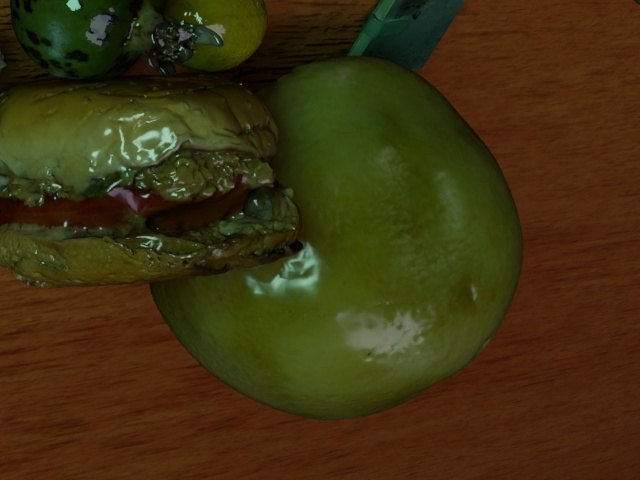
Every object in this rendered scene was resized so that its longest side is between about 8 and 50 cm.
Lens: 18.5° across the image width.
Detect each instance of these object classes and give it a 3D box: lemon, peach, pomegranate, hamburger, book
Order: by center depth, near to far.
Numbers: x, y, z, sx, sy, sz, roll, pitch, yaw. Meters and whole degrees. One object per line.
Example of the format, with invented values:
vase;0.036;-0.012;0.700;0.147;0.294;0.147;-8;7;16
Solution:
pomegranate;-0.147;-0.162;1.394;0.122;0.161;0.122;-56;165;-24
hamburger;-0.137;-0.049;1.486;0.244;0.163;0.244;-3;180;0
lemon;-0.085;-0.172;1.530;0.111;0.082;0.082;-11;148;-47
peach;0.007;0.004;1.724;0.316;0.314;0.281;-20;-175;-28
book;0.081;-0.197;1.760;0.103;0.017;0.135;-12;148;-40

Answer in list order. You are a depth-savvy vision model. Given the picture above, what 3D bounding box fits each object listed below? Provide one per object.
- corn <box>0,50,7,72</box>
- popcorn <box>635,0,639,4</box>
corn;-0.326;-0.048;1.469;0.086;0.086;0.288;-1;138;-50
popcorn;0.327;-0.297;1.675;0.204;0.183;0.221;-11;137;-24
